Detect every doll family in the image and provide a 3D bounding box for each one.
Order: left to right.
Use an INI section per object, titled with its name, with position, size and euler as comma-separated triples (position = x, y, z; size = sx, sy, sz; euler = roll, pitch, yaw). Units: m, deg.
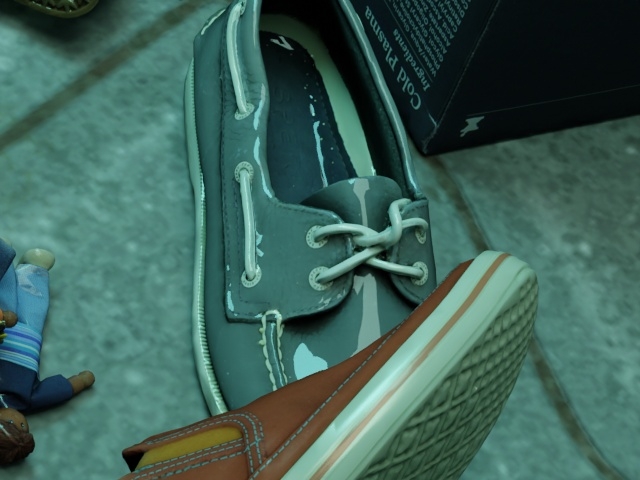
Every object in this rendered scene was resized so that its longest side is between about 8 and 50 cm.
[doll family]
position = -0.190, 0.035, 0.899
size = 0.193, 0.076, 0.111
euler = 8, 48, -17

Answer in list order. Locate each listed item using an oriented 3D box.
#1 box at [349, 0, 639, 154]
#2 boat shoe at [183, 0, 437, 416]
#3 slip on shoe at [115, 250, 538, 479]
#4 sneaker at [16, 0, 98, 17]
[box]
position = 0.208, -0.232, 1.078
size = 0.343, 0.312, 0.179
euler = -11, 59, -26
[boat shoe]
position = 0.000, 0.000, 0.970
size = 0.116, 0.099, 0.319
euler = 1, 56, -22
[slip on shoe]
position = -0.035, 0.110, 0.835
size = 0.331, 0.123, 0.101
euler = -41, 63, -15
[sneaker]
position = -0.186, -0.186, 1.077
size = 0.192, 0.064, 0.086
euler = 26, 36, 7
